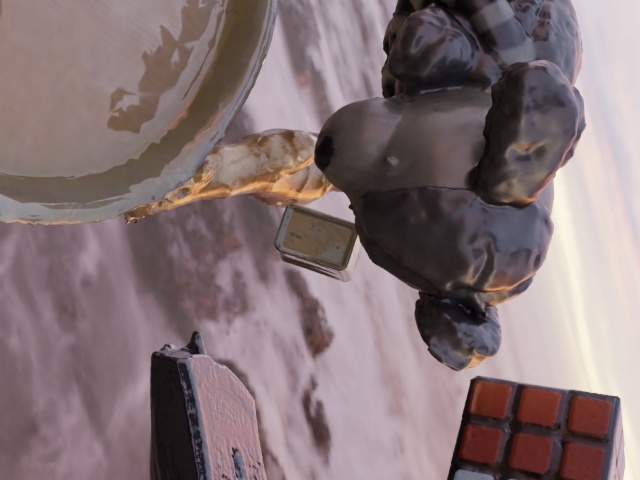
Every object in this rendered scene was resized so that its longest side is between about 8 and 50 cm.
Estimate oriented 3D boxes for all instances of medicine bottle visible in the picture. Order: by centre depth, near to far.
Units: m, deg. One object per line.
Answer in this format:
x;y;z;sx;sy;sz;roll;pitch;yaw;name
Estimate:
-0.237;-0.171;0.644;0.406;0.235;0.236;23;-34;43;medicine bottle

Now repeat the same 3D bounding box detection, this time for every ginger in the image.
-0.048;-0.067;1.091;0.333;0.147;0.081;-8;97;-51;ginger

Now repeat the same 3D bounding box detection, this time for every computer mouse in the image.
-0.099;0.201;0.946;0.147;0.088;0.264;49;26;-57;computer mouse

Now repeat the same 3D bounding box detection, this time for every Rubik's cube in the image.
0.226;0.254;1.177;0.162;0.163;0.161;72;31;-53;Rubik's cube

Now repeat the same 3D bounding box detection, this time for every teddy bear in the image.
0.079;-0.070;0.656;0.251;0.144;0.171;-75;-171;-45;teddy bear

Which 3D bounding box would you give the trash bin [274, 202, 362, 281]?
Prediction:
0.000;0.000;0.822;0.092;0.060;0.043;74;35;-85;trash bin
